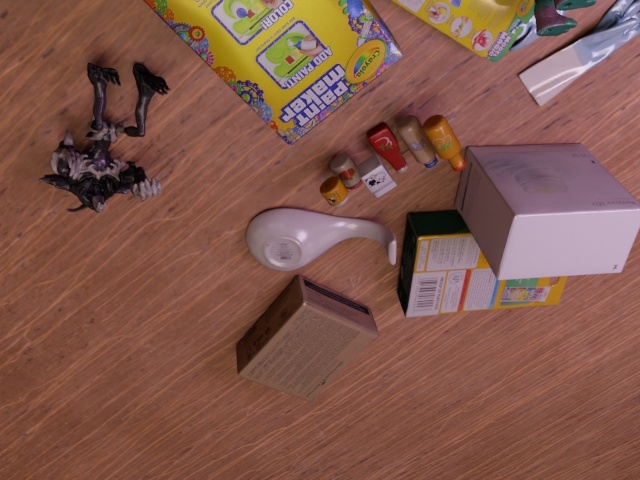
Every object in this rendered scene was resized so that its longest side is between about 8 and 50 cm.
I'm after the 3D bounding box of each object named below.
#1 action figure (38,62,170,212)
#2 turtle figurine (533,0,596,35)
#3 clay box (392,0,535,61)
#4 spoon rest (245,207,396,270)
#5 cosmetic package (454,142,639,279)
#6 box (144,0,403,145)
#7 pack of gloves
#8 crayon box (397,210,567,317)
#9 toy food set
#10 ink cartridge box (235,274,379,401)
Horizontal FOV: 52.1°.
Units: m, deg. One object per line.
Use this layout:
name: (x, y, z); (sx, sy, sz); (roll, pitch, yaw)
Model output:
action figure: (-0.327, -0.127, 0.993); (0.164, 0.141, 0.276); (6, 125, -30)
turtle figurine: (0.305, -0.410, 0.891); (0.118, 0.234, 0.175); (-13, 172, 15)
clay box: (0.211, -0.367, 0.963); (0.222, 0.053, 0.127); (22, 119, -26)
spoon rest: (0.000, 0.000, 1.203); (0.276, 0.084, 0.137); (2, 127, 5)
cosmetic package: (0.381, -0.056, 1.126); (0.224, 0.225, 0.138); (-3, 128, -9)
box: (-0.074, -0.322, 0.792); (0.177, 0.290, 0.279); (-36, 124, 17)
pack of gloves: (0.406, -0.339, 1.028); (0.232, 0.046, 0.195); (-38, 125, 18)
crayon box: (0.323, 0.041, 1.281); (0.323, 0.083, 0.203); (-3, 128, -8)
toy food set: (0.117, -0.121, 1.097); (0.232, 0.111, 0.104); (-33, 126, 11)
ink cartridge box: (-0.031, 0.205, 1.337); (0.193, 0.088, 0.235); (27, 117, -29)
